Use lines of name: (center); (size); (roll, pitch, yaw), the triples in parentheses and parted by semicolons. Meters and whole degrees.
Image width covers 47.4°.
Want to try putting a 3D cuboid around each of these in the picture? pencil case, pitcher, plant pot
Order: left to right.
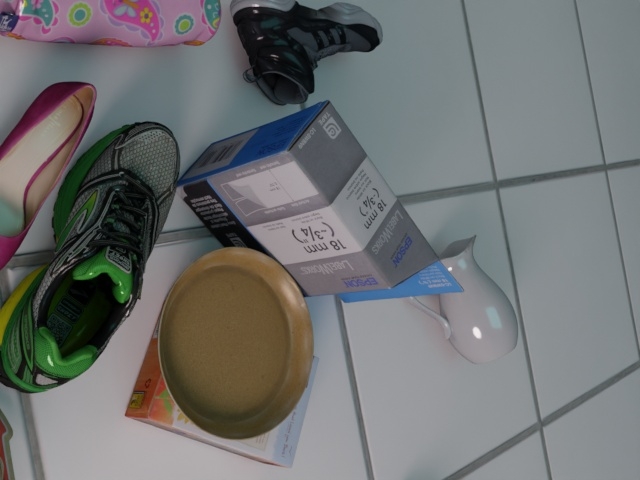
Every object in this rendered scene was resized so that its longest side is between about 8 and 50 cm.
pencil case: (-0.256, -0.297, 0.870); (0.284, 0.124, 0.124); (-9, 90, -44)
plant pot: (-0.105, 0.126, 0.908); (0.236, 0.032, 0.236); (9, 76, -41)
pitcher: (0.242, 0.117, 1.276); (0.177, 0.125, 0.207); (-25, 90, -22)

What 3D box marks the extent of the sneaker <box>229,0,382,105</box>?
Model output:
sneaker: (-0.014, -0.280, 1.108); (0.268, 0.101, 0.153); (0, 84, -37)

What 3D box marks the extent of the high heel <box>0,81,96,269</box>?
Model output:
high heel: (-0.314, -0.063, 0.778); (0.082, 0.117, 0.244); (40, 58, -31)

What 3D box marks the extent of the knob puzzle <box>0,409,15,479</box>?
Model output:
knob puzzle: (-0.362, 0.169, 0.687); (0.213, 0.030, 0.213); (53, 14, -19)

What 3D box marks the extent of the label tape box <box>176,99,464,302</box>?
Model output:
label tape box: (0.000, 0.000, 0.973); (0.334, 0.240, 0.106); (51, 53, -24)

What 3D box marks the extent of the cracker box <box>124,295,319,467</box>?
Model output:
cracker box: (-0.119, 0.189, 0.951); (0.232, 0.067, 0.156); (32, 62, -34)

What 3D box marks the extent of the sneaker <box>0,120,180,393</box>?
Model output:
sneaker: (-0.233, 0.011, 0.821); (0.134, 0.146, 0.344); (35, 60, -34)
